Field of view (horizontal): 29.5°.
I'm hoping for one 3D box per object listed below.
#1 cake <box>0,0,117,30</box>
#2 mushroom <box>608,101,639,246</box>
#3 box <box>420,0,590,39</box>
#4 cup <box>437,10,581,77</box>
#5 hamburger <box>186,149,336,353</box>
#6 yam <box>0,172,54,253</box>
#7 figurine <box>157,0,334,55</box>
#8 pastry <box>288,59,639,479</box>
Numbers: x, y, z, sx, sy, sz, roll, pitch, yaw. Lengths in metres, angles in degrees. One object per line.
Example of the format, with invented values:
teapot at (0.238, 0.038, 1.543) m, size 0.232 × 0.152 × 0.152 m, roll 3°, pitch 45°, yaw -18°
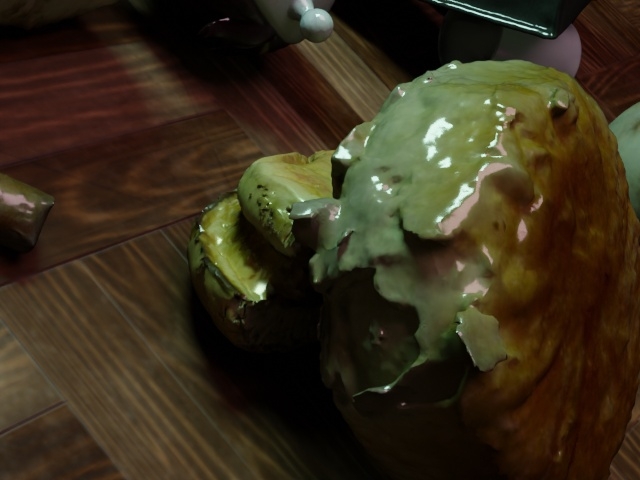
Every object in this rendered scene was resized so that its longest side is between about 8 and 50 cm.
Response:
cake at (-0.241, -0.325, 0.831) m, size 0.282 × 0.290 × 0.256 m, roll 50°, pitch 31°, yaw 15°
mushroom at (0.393, -0.002, 1.178) m, size 0.297 × 0.297 × 0.290 m, roll 19°, pitch 75°, yaw -31°
box at (0.135, -0.388, 1.221) m, size 0.345 × 0.251 × 0.204 m, roll 20°, pitch 32°, yaw 17°
cup at (0.202, -0.193, 1.326) m, size 0.133 × 0.136 × 0.099 m, roll 9°, pitch 8°, yaw -39°
hamburger at (0.000, 0.000, 0.868) m, size 0.131 × 0.124 × 0.262 m, roll 31°, pitch 22°, yaw 26°
yam at (-0.309, -0.070, 0.689) m, size 0.327 × 0.045 × 0.045 m, roll 24°, pitch 14°, yaw -24°
figurine at (-0.070, -0.313, 1.055) m, size 0.281 × 0.167 × 0.370 m, roll 45°, pitch 33°, yaw -59°
pastry at (0.123, 0.027, 0.799) m, size 0.330 × 0.136 × 0.329 m, roll 0°, pitch 90°, yaw -55°
